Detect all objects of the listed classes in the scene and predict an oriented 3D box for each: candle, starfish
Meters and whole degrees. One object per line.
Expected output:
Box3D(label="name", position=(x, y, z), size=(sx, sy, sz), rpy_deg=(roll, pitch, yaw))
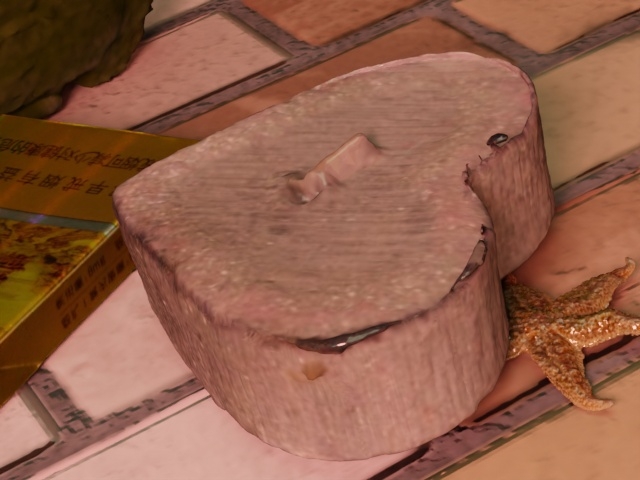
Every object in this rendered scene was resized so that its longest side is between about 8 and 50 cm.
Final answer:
Box3D(label="candle", position=(0.000, 0.000, 0.622), size=(0.169, 0.068, 0.192), rpy_deg=(-1, 35, 24))
Box3D(label="starfish", position=(0.083, 0.034, 0.600), size=(0.086, 0.016, 0.092), rpy_deg=(-22, 36, 3))

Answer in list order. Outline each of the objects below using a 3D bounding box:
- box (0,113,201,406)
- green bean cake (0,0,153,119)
Box3D(label="box", position=(-0.147, 0.011, 0.702), size=(0.121, 0.030, 0.193), rpy_deg=(9, 40, 31))
Box3D(label="green bean cake", position=(-0.247, -0.173, 0.759), size=(0.335, 0.319, 0.218), rpy_deg=(-35, 41, -23))
